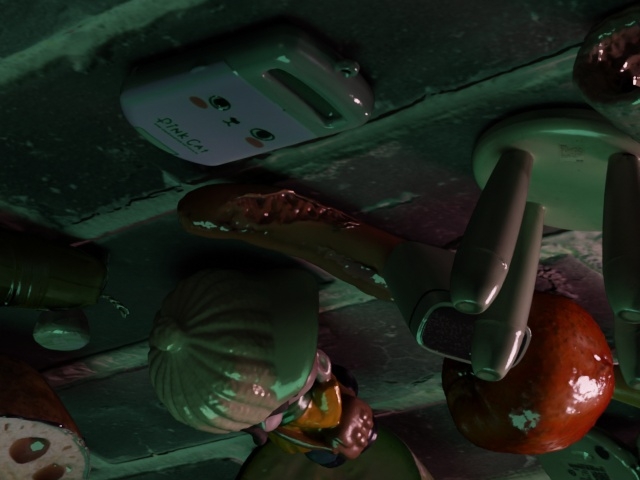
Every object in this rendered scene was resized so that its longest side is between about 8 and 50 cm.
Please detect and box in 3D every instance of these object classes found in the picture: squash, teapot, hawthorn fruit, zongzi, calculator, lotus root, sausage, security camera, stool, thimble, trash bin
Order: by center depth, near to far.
[{"bbox_3d":[0.272,-0.131,1.605,0.090,0.102,0.115,31,175,-36],"label":"thimble"},{"bbox_3d":[-0.065,-0.129,1.784,0.246,0.045,0.141,-13,146,36],"label":"calculator"},{"bbox_3d":[0.225,0.009,1.787,0.195,0.198,0.195,1,151,13],"label":"stool"},{"bbox_3d":[0.130,0.062,1.930,0.116,0.130,0.059,18,111,-22],"label":"trash bin"},{"bbox_3d":[0.000,0.000,1.981,0.304,0.078,0.078,20,151,-23],"label":"sausage"},{"bbox_3d":[0.228,0.140,2.074,0.200,0.179,0.179,12,156,-33],"label":"hawthorn fruit"},{"bbox_3d":[-0.321,0.034,2.185,0.189,0.081,0.178,9,178,-30],"label":"zongzi"},{"bbox_3d":[-0.289,0.090,2.260,0.064,0.064,0.083,-3,156,11],"label":"teapot"},{"bbox_3d":[0.387,0.260,2.341,0.301,0.080,0.157,0,131,46],"label":"security camera"},{"bbox_3d":[-0.427,0.237,2.442,0.272,0.192,0.272,-13,133,-14],"label":"lotus root"},{"bbox_3d":[0.060,0.405,2.543,0.263,0.263,0.384,0,152,19],"label":"squash"}]

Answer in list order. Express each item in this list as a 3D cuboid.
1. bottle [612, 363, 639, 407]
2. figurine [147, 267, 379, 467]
[{"bbox_3d":[0.396,0.164,2.151,0.270,0.083,0.083,5,153,11],"label":"bottle"},{"bbox_3d":[-0.067,0.157,2.190,0.204,0.185,0.332,-28,144,-4],"label":"figurine"}]
